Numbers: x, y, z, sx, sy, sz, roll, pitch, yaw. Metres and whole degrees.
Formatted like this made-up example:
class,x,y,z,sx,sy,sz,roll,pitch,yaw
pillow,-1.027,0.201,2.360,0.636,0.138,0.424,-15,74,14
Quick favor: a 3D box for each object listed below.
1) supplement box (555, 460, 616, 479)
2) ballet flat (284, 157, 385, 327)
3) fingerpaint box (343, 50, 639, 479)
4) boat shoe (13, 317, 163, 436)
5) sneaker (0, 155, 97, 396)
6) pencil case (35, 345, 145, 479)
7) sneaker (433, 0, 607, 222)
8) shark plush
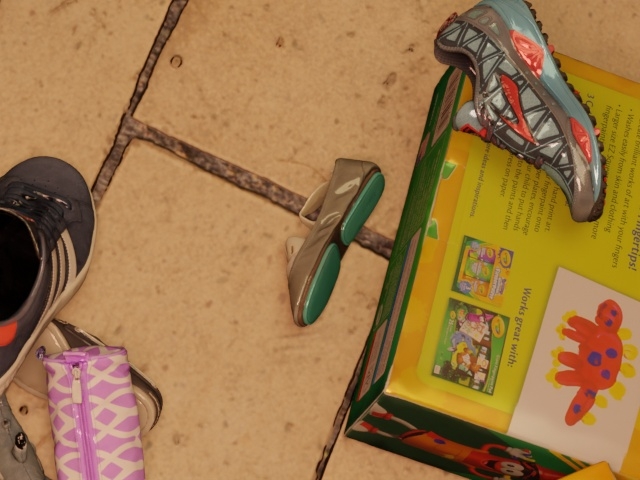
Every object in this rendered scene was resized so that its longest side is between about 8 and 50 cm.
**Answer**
class,x,y,z,sx,sy,sz,roll,pitch,yaw
supplement box,0.134,0.377,1.647,0.357,0.195,0.194,-18,74,-23
ballet flat,0.000,0.000,1.854,0.068,0.072,0.213,16,59,21
fingerpaint box,0.264,0.047,1.850,0.371,0.163,0.444,19,63,-8
boat shoe,-0.245,0.123,1.730,0.206,0.075,0.065,33,19,5
sneaker,-0.290,0.002,1.655,0.131,0.148,0.350,14,39,0
pencil case,-0.211,0.196,1.646,0.086,0.088,0.206,-9,92,-4
sneaker,0.198,-0.120,1.774,0.125,0.104,0.261,-23,70,-6
shark plush,-0.282,0.202,1.667,0.073,0.067,0.161,-2,68,-18
